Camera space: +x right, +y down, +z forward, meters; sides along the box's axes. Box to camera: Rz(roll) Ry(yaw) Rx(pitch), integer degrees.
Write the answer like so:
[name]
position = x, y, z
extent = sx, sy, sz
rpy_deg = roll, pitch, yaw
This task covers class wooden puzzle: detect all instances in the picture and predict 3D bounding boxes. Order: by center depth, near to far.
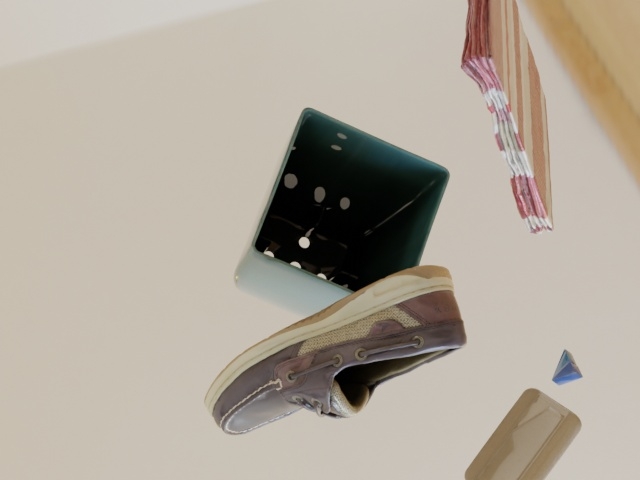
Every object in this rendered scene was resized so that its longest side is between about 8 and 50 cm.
[wooden puzzle]
position = 0.110, 0.117, 0.815
extent = 0.014, 0.116, 0.078
rpy_deg = 36, -174, -14

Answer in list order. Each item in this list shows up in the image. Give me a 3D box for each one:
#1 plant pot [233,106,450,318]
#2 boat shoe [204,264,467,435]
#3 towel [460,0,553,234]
[plant pot]
position = 0.000, 0.000, 1.593
extent = 0.234, 0.166, 0.165
rpy_deg = 136, 156, -67
[boat shoe]
position = 0.012, 0.122, 1.410
extent = 0.103, 0.285, 0.092
rpy_deg = 22, -138, -56
[towel]
position = 0.217, -0.188, 1.740
extent = 0.329, 0.037, 0.237
rpy_deg = 61, -154, -49
